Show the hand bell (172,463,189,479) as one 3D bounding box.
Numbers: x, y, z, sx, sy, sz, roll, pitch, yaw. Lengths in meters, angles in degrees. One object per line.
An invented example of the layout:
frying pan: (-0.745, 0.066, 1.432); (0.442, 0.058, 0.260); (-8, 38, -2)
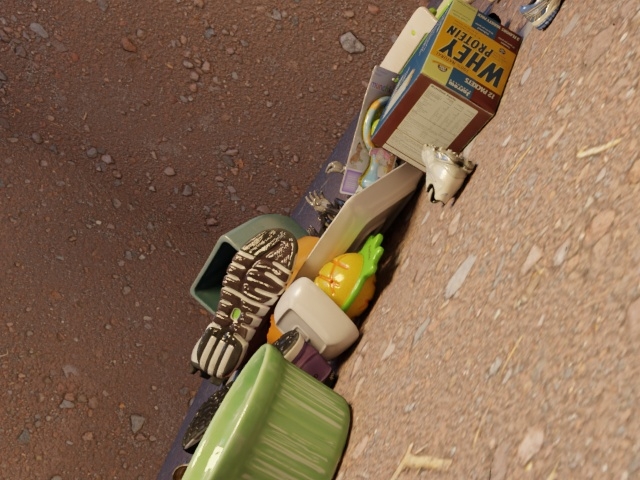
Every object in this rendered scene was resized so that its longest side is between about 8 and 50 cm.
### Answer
hand bell: (-0.188, 0.437, 1.842); (0.126, 0.126, 0.242); (-55, -5, 37)

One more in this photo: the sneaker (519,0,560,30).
sneaker: (0.353, -0.393, 1.361); (0.135, 0.058, 0.052); (-59, 7, 7)

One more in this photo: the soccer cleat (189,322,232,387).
soccer cleat: (-0.147, 0.238, 1.805); (0.143, 0.116, 0.331); (-64, -23, -8)

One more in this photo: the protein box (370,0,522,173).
protein box: (0.210, -0.255, 1.507); (0.201, 0.136, 0.199); (-51, 11, 55)

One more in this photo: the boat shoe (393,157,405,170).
boat shoe: (0.153, -0.153, 1.798); (0.228, 0.080, 0.076); (141, 141, -65)

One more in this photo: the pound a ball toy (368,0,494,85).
pound a ball toy: (0.270, -0.420, 1.948); (0.208, 0.135, 0.319); (-33, -12, -38)

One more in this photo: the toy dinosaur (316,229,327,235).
toy dinosaur: (0.000, 0.000, 2.371); (0.183, 0.053, 0.092); (-60, 5, 5)

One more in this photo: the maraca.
maraca: (0.050, 0.067, 1.497); (0.185, 0.099, 0.127); (-53, 20, 27)

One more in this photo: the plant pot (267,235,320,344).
plant pot: (-0.049, 0.093, 1.817); (0.188, 0.205, 0.205); (-46, -4, -39)

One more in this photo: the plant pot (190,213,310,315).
plant pot: (-0.121, 0.080, 2.200); (0.252, 0.247, 0.248); (-41, -9, -46)

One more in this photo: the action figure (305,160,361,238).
action figure: (0.046, -0.102, 2.102); (0.164, 0.141, 0.275); (-51, -4, -44)

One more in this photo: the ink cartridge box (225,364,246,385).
ink cartridge box: (-0.121, 0.313, 1.604); (0.127, 0.128, 0.176); (-60, 7, 1)

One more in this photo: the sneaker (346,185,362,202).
sneaker: (0.086, -0.080, 1.826); (0.094, 0.080, 0.212); (-32, 0, -16)

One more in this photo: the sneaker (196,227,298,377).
sneaker: (-0.117, 0.111, 1.592); (0.281, 0.106, 0.162); (-60, -15, 0)

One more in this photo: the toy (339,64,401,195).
toy: (0.123, -0.187, 1.638); (0.137, 0.056, 0.237); (8, -77, -50)

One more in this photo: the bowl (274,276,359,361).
bowl: (-0.017, 0.140, 1.468); (0.053, 0.142, 0.142); (-40, -6, -32)

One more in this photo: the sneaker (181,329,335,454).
sneaker: (-0.099, 0.280, 1.449); (0.283, 0.124, 0.107); (-40, 14, 16)

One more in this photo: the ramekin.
ramekin: (-0.084, 0.311, 1.250); (0.303, 0.148, 0.303); (-59, 6, 11)

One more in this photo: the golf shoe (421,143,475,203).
golf shoe: (0.182, -0.102, 1.392); (0.176, 0.069, 0.086); (-101, 35, -82)

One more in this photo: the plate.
plate: (0.072, -0.017, 1.621); (0.277, 0.045, 0.278); (-35, -15, -49)

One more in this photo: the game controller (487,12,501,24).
game controller: (0.236, -0.311, 1.737); (0.166, 0.067, 0.319); (-34, -10, -34)
